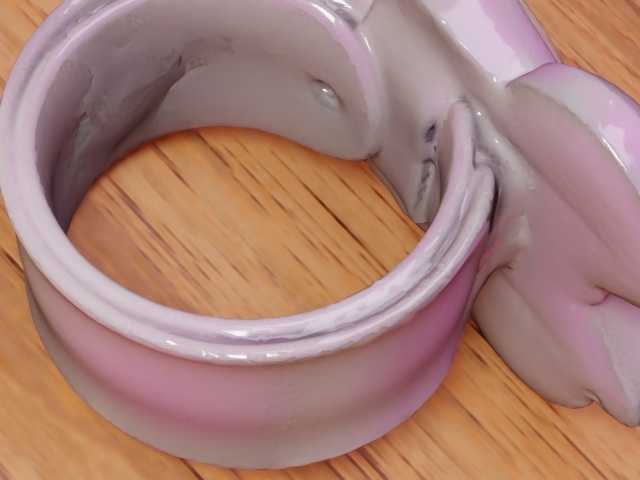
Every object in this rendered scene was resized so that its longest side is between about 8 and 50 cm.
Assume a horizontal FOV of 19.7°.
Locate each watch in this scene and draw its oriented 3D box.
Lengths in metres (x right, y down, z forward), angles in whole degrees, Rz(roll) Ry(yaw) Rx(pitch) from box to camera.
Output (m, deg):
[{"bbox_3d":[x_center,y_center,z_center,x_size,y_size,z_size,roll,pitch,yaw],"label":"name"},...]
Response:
[{"bbox_3d":[0.000,0.000,0.726,0.217,0.211,0.248,-31,66,-17],"label":"watch"}]
